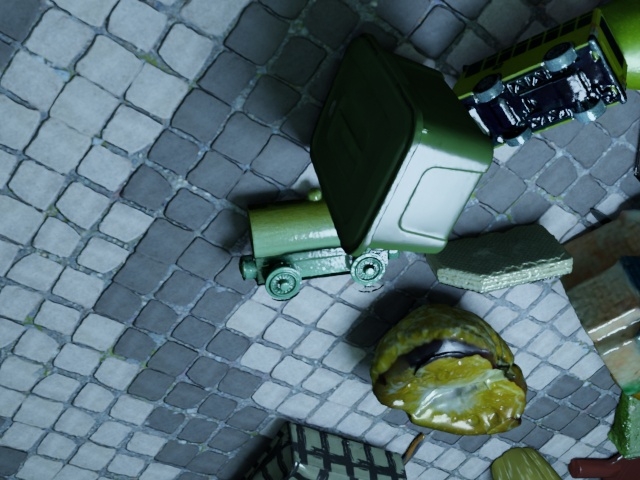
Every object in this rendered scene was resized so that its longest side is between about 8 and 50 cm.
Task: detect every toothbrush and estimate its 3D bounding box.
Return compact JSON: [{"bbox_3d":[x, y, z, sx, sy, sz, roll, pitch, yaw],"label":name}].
[{"bbox_3d":[0.182,0.597,2.000,0.031,0.023,0.321,9,125,-29],"label":"toothbrush"}]

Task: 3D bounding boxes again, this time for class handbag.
[{"bbox_3d":[-0.016,0.591,1.859,0.325,0.162,0.327,23,123,-26],"label":"handbag"}]

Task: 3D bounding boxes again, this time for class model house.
[{"bbox_3d":[0.651,0.102,1.555,0.280,0.312,0.245,-30,125,17],"label":"model house"}]

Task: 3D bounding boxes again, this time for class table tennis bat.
[{"bbox_3d":[0.879,0.633,2.197,0.414,0.051,0.268,4,125,-19],"label":"table tennis bat"}]

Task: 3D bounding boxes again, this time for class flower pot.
[{"bbox_3d":[0.533,0.640,2.024,0.195,0.179,0.195,-8,129,-10],"label":"flower pot"}]

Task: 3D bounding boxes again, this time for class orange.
[{"bbox_3d":[0.259,0.260,1.644,0.271,0.210,0.368,-34,129,20],"label":"orange"}]

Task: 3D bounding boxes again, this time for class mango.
[{"bbox_3d":[0.571,-0.344,1.303,0.343,0.156,0.192,-6,118,-2],"label":"mango"}]

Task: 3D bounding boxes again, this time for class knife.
[{"bbox_3d":[0.613,-0.026,1.647,0.170,0.010,0.023,30,115,-31],"label":"knife"}]

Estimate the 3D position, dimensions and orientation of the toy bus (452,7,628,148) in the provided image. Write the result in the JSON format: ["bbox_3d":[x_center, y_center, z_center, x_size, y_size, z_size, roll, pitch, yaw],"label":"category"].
[{"bbox_3d":[0.346,-0.251,1.268,0.262,0.150,0.128,-18,122,38],"label":"toy bus"}]

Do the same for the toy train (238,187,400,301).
[{"bbox_3d":[0.002,0.003,1.434,0.307,0.126,0.189,-7,128,-9],"label":"toy train"}]

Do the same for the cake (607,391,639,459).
[{"bbox_3d":[0.813,0.434,2.038,0.100,0.099,0.235,-6,107,-9],"label":"cake"}]

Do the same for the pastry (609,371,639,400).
[{"bbox_3d":[0.814,0.237,1.772,0.356,0.164,0.356,0,117,1],"label":"pastry"}]

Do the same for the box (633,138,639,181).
[{"bbox_3d":[0.692,-0.182,1.440,0.153,0.188,0.252,-14,131,-5],"label":"box"}]

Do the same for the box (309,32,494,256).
[{"bbox_3d":[0.117,-0.145,1.223,0.177,0.329,0.253,8,125,-22],"label":"box"}]

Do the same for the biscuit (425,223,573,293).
[{"bbox_3d":[0.343,0.035,1.535,0.252,0.150,0.052,-12,122,-4],"label":"biscuit"}]
